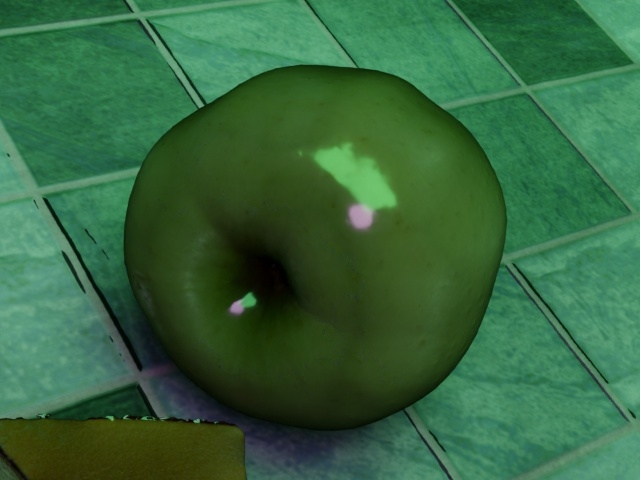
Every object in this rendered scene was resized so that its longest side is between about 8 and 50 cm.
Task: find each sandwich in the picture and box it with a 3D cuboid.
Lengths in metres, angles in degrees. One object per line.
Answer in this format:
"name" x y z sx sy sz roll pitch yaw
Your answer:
"sandwich" -0.166 0.245 0.942 0.220 0.108 0.186 6 47 -22

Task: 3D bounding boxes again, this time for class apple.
"apple" 0.000 0.000 1.089 0.357 0.357 0.357 12 46 -13
